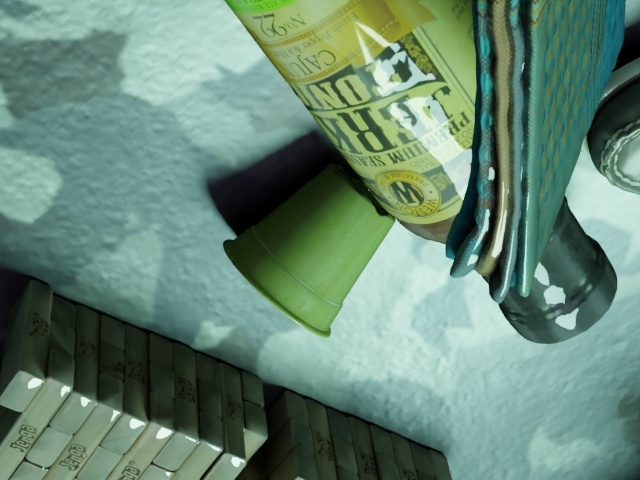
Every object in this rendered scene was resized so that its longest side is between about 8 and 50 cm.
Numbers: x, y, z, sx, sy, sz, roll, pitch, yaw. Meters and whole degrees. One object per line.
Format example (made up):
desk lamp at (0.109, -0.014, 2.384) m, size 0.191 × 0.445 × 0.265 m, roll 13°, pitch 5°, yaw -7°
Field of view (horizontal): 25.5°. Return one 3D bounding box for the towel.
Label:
towel at (0.103, -0.198, 0.589) m, size 0.040 × 0.271 × 0.370 m, roll 9°, pitch 124°, yaw 17°

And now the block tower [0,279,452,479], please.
block tower at (-0.057, 0.145, 0.899) m, size 0.335 × 0.091 × 0.097 m, roll 27°, pitch 116°, yaw -23°

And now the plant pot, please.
plant pot at (0.000, 0.000, 0.821) m, size 0.083 × 0.083 × 0.079 m, roll 37°, pitch 101°, yaw -28°

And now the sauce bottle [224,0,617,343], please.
sauce bottle at (0.057, -0.076, 0.750) m, size 0.111 × 0.111 × 0.344 m, roll -32°, pitch 122°, yaw 14°

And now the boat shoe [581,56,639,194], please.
boat shoe at (0.300, -0.056, 0.804) m, size 0.305 × 0.091 × 0.109 m, roll -2°, pitch 138°, yaw -5°
